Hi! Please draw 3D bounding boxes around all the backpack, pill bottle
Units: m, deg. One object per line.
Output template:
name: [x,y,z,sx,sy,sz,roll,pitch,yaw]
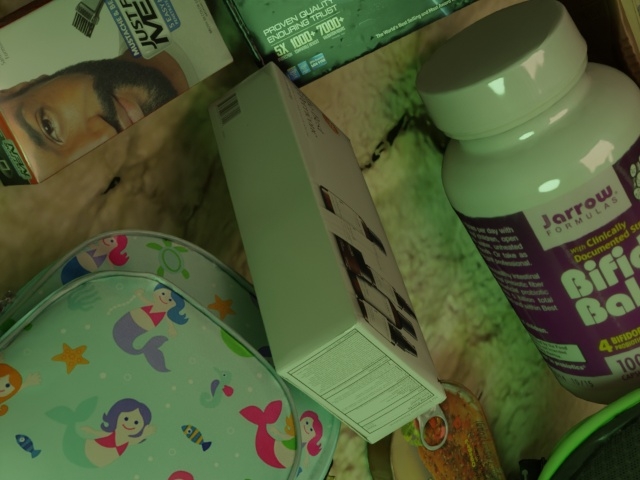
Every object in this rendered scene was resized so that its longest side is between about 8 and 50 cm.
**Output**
backpack: [-0.114,0.120,0.743,0.225,0.191,0.253,41,54,0]
pill bottle: [0.199,-0.030,1.016,0.169,0.169,0.301,-48,118,-29]

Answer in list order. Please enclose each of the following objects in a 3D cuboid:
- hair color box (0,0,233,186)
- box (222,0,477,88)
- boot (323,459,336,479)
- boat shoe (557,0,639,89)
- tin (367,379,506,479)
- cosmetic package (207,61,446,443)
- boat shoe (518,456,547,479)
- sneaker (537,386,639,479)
hair color box: [-0.144,-0.114,0.813,0.167,0.053,0.093,-38,113,-31]
box: [0.016,-0.205,0.864,0.180,0.077,0.147,-24,111,9]
boot: [-0.024,0.233,0.882,0.236,0.085,0.178,41,63,-25]
boat shoe: [0.272,-0.137,1.118,0.089,0.105,0.285,-23,102,-38]
tin: [0.096,0.199,1.016,0.106,0.040,0.189,-30,108,-39]
cosmetic package: [0.000,0.000,0.798,0.099,0.060,0.239,44,20,-42]
boat shoe: [0.181,0.243,1.083,0.046,0.038,0.125,-30,121,-80]
sneaker: [0.217,0.320,0.957,0.185,0.202,0.482,32,85,-38]
